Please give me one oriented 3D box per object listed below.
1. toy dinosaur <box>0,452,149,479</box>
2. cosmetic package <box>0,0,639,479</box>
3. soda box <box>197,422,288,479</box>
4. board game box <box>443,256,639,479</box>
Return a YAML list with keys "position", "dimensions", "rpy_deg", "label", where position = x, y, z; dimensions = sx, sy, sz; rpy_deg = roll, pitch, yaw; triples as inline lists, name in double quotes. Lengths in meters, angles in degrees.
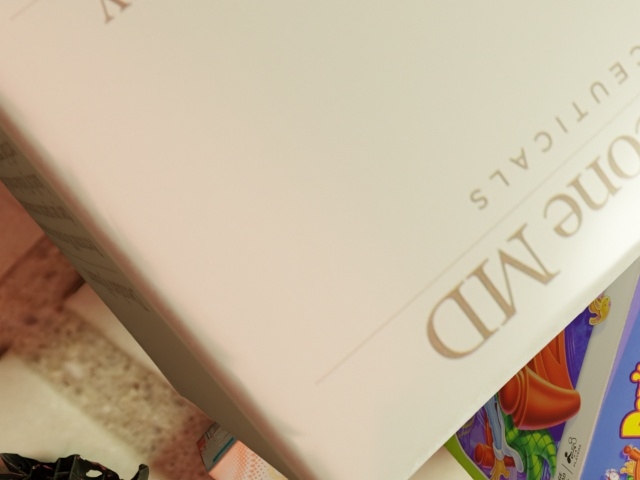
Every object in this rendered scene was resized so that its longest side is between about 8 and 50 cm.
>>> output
- position: [-0.169, 0.275, 0.834]
  dimensions: [0.322, 0.164, 0.218]
  rpy_deg: [-24, 125, -27]
  label: "toy dinosaur"
- position: [-0.034, -0.139, 0.601]
  dimensions: [0.329, 0.327, 0.393]
  rpy_deg: [-41, 104, -13]
  label: "cosmetic package"
- position: [-0.007, 0.111, 0.857]
  dimensions: [0.063, 0.058, 0.183]
  rpy_deg: [41, 91, -20]
  label: "soda box"
- position: [0.185, 0.014, 0.792]
  dimensions: [0.078, 0.233, 0.347]
  rpy_deg: [10, 101, -18]
  label: "board game box"
